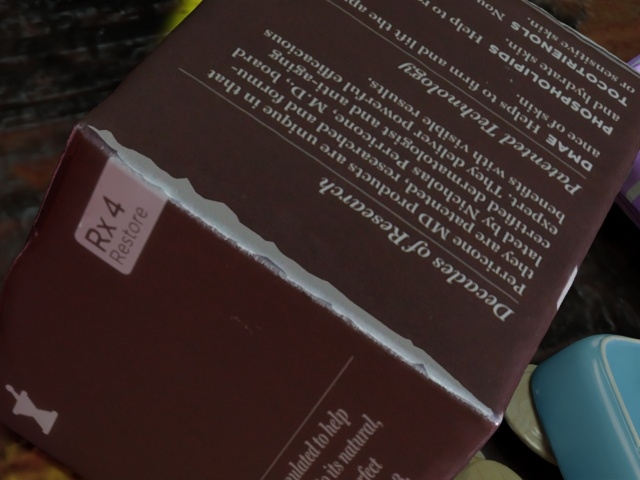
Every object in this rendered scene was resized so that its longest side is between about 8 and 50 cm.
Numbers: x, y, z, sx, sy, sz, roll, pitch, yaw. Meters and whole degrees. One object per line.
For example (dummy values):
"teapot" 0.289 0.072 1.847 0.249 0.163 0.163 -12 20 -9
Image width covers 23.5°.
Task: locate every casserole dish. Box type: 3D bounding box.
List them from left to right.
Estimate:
"casserole dish" 0.160 0.106 0.661 0.114 0.037 0.188 14 36 -26

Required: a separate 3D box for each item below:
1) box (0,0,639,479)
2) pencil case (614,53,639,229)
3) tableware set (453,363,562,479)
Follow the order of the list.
"box" 0.000 0.000 0.603 0.167 0.168 0.203 34 46 1
"pencil case" 0.203 -0.002 0.776 0.088 0.086 0.206 -34 70 -7
"tableware set" 0.117 0.123 0.655 0.169 0.020 0.141 43 35 16
